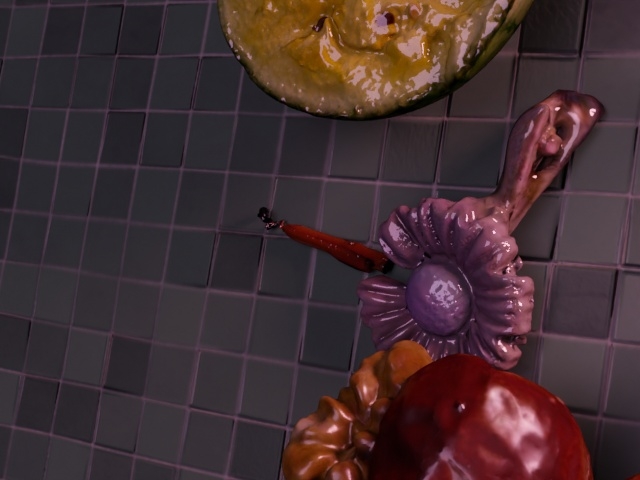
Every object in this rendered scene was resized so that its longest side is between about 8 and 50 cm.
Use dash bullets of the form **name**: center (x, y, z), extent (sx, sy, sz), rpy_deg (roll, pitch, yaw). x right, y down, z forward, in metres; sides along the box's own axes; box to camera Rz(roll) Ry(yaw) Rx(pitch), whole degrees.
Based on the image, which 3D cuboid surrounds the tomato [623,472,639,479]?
- **tomato**: center (0.284, 0.271, 0.837), extent (0.232, 0.232, 0.188), rpy_deg (21, 128, 33)

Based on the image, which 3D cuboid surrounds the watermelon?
- **watermelon**: center (0.076, -0.262, 1.092), extent (0.331, 0.189, 0.331), rpy_deg (5, 97, 40)

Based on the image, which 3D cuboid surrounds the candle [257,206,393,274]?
- **candle**: center (-0.001, 0.001, 1.187), extent (0.167, 0.021, 0.026), rpy_deg (21, 92, 33)

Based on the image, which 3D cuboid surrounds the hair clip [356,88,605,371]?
- **hair clip**: center (0.145, -0.007, 1.067), extent (0.173, 0.069, 0.300), rpy_deg (35, 101, 32)

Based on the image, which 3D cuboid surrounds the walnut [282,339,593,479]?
- **walnut**: center (0.081, 0.226, 0.956), extent (0.269, 0.244, 0.222), rpy_deg (-65, 10, -18)
